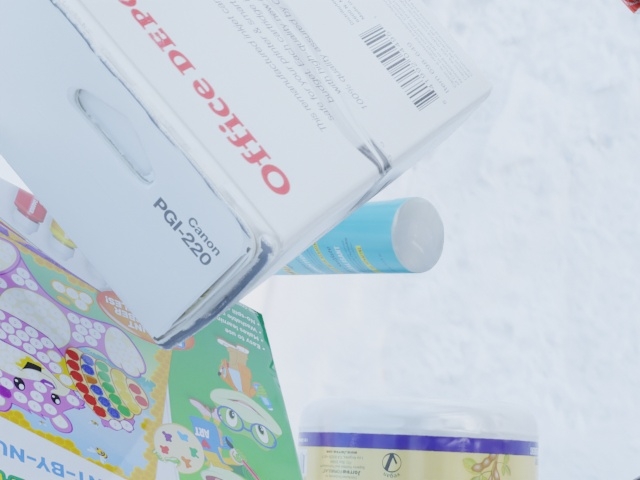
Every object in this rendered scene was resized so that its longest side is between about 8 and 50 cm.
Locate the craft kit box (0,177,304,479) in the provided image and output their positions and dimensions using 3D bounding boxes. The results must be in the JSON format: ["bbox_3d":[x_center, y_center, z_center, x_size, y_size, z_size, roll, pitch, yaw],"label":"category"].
[{"bbox_3d":[-0.114,0.082,0.543,0.061,0.250,0.247,-44,37,24],"label":"craft kit box"}]

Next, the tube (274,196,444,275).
[{"bbox_3d":[0.000,0.000,0.877,0.207,0.080,0.052,-4,45,49],"label":"tube"}]

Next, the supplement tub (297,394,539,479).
[{"bbox_3d":[0.091,0.323,1.147,0.241,0.241,0.331,-2,79,21],"label":"supplement tub"}]

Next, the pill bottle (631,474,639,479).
[{"bbox_3d":[0.196,0.145,0.517,0.122,0.219,0.123,-2,85,28],"label":"pill bottle"}]

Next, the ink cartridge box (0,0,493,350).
[{"bbox_3d":[-0.037,-0.072,0.554,0.158,0.218,0.092,50,129,2],"label":"ink cartridge box"}]

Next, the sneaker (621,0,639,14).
[{"bbox_3d":[0.202,-0.166,0.665,0.057,0.161,0.075,53,127,19],"label":"sneaker"}]
